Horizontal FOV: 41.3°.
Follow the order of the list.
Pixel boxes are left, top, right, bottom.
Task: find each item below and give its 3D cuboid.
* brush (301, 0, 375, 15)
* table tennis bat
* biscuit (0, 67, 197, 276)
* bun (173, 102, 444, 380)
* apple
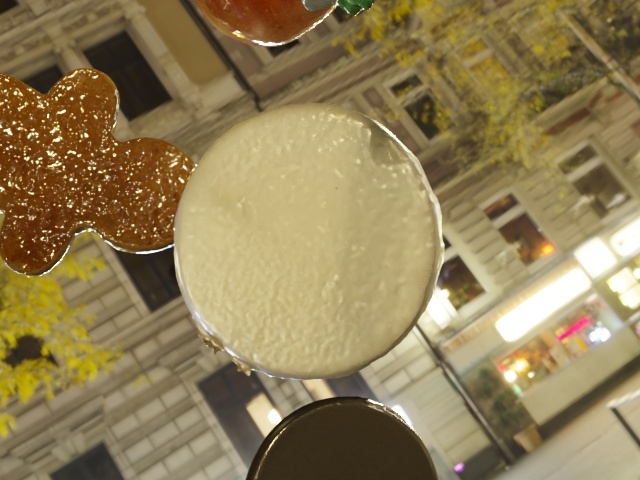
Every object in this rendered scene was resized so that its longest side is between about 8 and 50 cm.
[{"bbox_3d":[0.043,-0.259,0.525,0.048,0.282,0.054,27,-26,-31],"label":"brush"},{"bbox_3d":[0.003,0.223,0.580,0.027,0.150,0.236,-25,42,67],"label":"table tennis bat"},{"bbox_3d":[-0.356,-0.093,1.084,0.064,0.432,0.283,128,157,-75],"label":"biscuit"},{"bbox_3d":[0.000,0.000,0.844,0.263,0.263,0.175,-39,-7,14],"label":"bun"},{"bbox_3d":[-0.055,-0.320,0.980,0.201,0.201,0.162,-35,-45,-2],"label":"apple"}]
